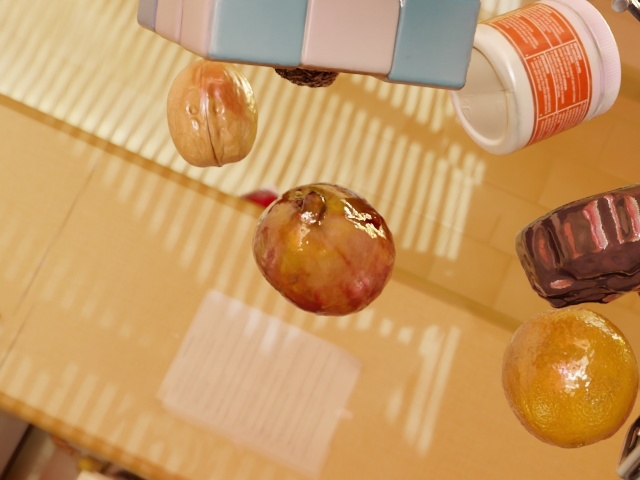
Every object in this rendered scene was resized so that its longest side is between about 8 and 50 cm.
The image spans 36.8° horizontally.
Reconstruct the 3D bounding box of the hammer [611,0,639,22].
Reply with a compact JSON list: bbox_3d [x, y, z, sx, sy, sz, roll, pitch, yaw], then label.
[{"bbox_3d":[0.675,-0.418,1.928,0.037,0.290,0.137,-37,27,35],"label":"hammer"}]

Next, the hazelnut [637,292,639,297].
[{"bbox_3d":[0.751,0.038,2.016,0.218,0.218,0.234,104,167,-57],"label":"hazelnut"}]

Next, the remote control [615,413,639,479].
[{"bbox_3d":[0.600,0.295,1.650,0.140,0.056,0.296,-54,-12,-46],"label":"remote control"}]

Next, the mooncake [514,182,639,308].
[{"bbox_3d":[0.447,0.014,1.485,0.283,0.283,0.141,94,161,-72],"label":"mooncake"}]

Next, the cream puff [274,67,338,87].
[{"bbox_3d":[-0.014,-0.371,1.570,0.239,0.165,0.239,-163,90,-84],"label":"cream puff"}]

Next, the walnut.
[{"bbox_3d":[-0.195,-0.230,1.742,0.165,0.165,0.197,-48,-41,-70],"label":"walnut"}]

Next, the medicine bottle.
[{"bbox_3d":[0.397,-0.314,1.831,0.241,0.252,0.252,-22,-23,-17],"label":"medicine bottle"}]

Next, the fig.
[{"bbox_3d":[0.000,0.008,1.551,0.263,0.224,0.224,15,-80,-52],"label":"fig"}]

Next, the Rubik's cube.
[{"bbox_3d":[-0.011,-0.393,1.184,0.347,0.344,0.346,-145,61,-60],"label":"Rubik's cube"}]

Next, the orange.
[{"bbox_3d":[0.482,0.265,1.867,0.274,0.274,0.274,24,-90,-84],"label":"orange"}]
